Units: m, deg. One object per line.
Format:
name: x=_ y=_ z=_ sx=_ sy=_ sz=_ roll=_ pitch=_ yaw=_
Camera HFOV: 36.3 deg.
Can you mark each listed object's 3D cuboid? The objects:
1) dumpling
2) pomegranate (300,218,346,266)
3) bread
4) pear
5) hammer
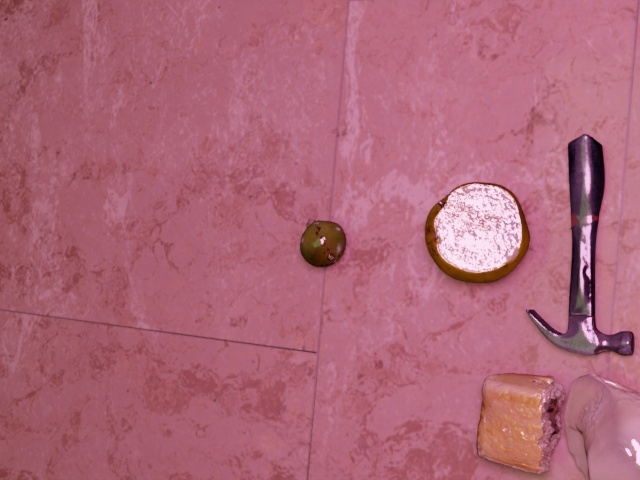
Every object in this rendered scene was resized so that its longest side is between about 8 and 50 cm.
dumpling: x=0.385 y=0.277 z=1.219 sx=0.215 sy=0.126 sz=0.166 roll=32 pitch=129 yaw=12
pomegranate: x=0.000 y=0.004 z=1.466 sx=0.084 sy=0.073 sz=0.073 roll=12 pitch=92 yaw=64
bread: x=0.267 y=0.235 z=1.298 sx=0.106 sy=0.082 sz=0.125 roll=10 pitch=101 yaw=38
pear: x=0.212 y=-0.010 z=1.331 sx=0.141 sy=0.104 sz=0.141 roll=0 pitch=88 yaw=4
hammer: x=0.344 y=0.005 z=1.296 sx=0.137 sy=0.037 sz=0.290 roll=-1 pitch=86 yaw=26
